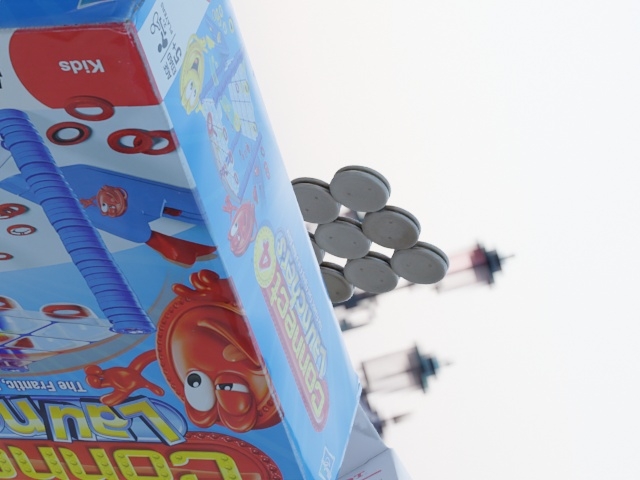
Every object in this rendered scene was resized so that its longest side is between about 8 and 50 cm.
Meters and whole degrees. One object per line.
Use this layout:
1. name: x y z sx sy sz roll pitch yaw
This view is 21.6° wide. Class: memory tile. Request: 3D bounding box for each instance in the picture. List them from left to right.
1. memory tile: 0.000 0.000 1.059 0.113 0.148 0.012 49 44 -36

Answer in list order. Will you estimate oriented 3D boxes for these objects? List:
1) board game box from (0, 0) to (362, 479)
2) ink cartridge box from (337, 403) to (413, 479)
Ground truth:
1. board game box: -0.166 0.000 0.768 0.086 0.308 0.302 -73 154 -43
2. ink cartridge box: 0.020 0.194 0.893 0.198 0.115 0.067 58 4 -16
